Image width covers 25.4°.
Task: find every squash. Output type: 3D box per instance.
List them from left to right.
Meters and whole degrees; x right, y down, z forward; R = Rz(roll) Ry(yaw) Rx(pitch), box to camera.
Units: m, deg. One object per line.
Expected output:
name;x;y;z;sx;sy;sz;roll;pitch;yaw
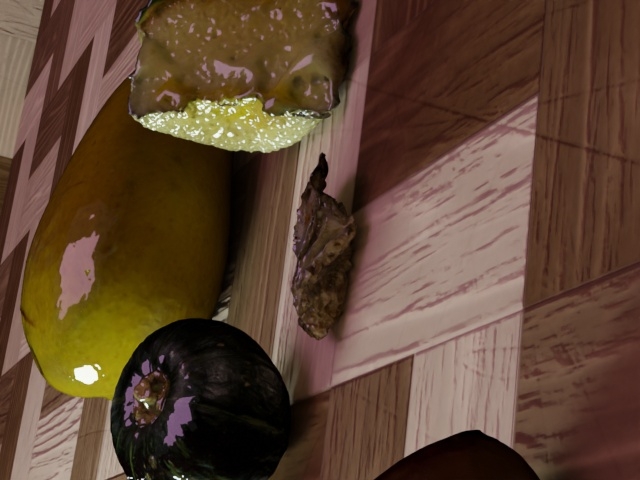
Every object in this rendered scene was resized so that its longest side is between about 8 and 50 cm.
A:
squash;-0.114;0.166;1.361;0.193;0.155;0.193;-165;90;-70

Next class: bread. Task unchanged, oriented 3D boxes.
bread;-0.066;-0.180;1.516;0.133;0.251;0.174;49;-139;-60

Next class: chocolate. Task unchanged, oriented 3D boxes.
chocolate;0.087;0.194;0.871;0.127;0.124;0.133;-47;64;46

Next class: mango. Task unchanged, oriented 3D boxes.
mango;-0.216;-0.026;1.680;0.301;0.220;0.445;155;130;-68

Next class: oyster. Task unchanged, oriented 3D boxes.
oyster;-0.001;0.008;1.317;0.105;0.056;0.177;121;156;-53
